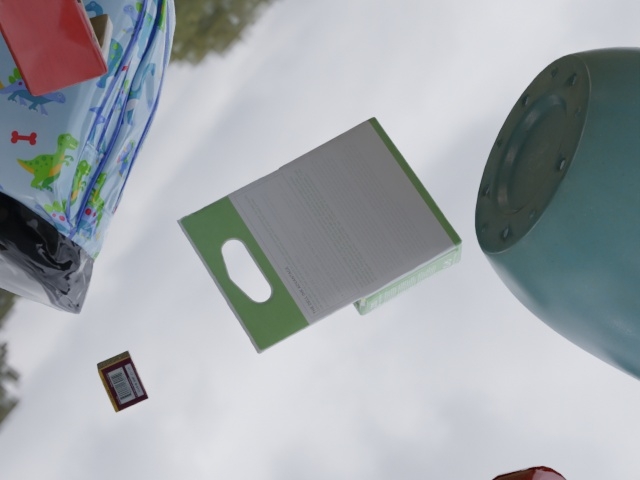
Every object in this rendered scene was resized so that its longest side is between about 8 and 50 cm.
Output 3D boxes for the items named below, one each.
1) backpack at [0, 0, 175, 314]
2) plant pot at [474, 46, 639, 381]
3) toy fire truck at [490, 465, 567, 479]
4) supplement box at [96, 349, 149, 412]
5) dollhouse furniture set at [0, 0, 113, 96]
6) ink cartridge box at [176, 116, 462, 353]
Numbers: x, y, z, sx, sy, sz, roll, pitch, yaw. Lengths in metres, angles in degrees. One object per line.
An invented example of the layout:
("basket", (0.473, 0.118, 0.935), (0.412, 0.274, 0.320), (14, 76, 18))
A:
("backpack", (-0.276, -0.160, 1.532), (0.355, 0.290, 0.273), (-60, 171, -21))
("plant pot", (0.274, -0.029, 1.385), (0.293, 0.235, 0.293), (-57, -161, 33))
("toy fire truck", (0.092, 0.302, 1.010), (0.169, 0.253, 0.302), (-18, -162, 30))
("supplement box", (-0.226, 0.161, 1.867), (0.043, 0.055, 0.083), (-24, -174, -8))
("dollhouse furniture set", (-0.303, -0.239, 1.158), (0.201, 0.374, 0.152), (-17, -143, 4))
("ink cartridge box", (0.000, 0.000, 1.632), (0.235, 0.171, 0.056), (-29, 159, -11))
